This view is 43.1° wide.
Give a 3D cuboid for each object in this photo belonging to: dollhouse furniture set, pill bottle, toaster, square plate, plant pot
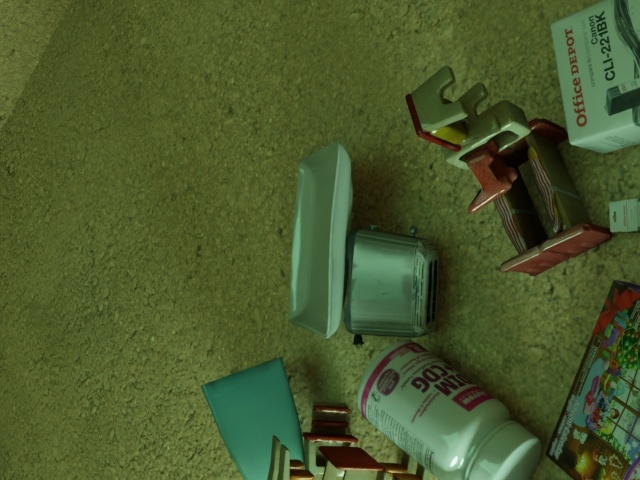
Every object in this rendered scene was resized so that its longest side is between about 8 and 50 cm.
[{"bbox_3d":[0.253,-0.082,1.176,0.152,0.374,0.201,-31,63,34],"label":"dollhouse furniture set"},{"bbox_3d":[0.038,0.377,1.448,0.259,0.262,0.135,172,103,-76],"label":"dollhouse furniture set"},{"bbox_3d":[0.208,0.299,1.328,0.283,0.160,0.160,33,109,39],"label":"pill bottle"},{"bbox_3d":[0.127,0.086,1.435,0.146,0.129,0.227,3,91,22],"label":"toaster"},{"bbox_3d":[0.000,0.000,1.559,0.344,0.049,0.347,176,98,-77],"label":"square plate"},{"bbox_3d":[-0.122,0.377,1.623,0.165,0.165,0.234,112,139,-75],"label":"plant pot"}]

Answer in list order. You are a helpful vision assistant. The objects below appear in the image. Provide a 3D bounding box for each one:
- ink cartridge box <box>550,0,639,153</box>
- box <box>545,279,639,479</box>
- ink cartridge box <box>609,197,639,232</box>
[{"bbox_3d":[0.481,-0.256,1.142,0.273,0.114,0.197,-16,75,44],"label":"ink cartridge box"},{"bbox_3d":[0.441,0.226,1.131,0.201,0.057,0.293,39,115,62],"label":"box"},{"bbox_3d":[0.471,-0.037,1.191,0.083,0.028,0.048,-6,82,45],"label":"ink cartridge box"}]
